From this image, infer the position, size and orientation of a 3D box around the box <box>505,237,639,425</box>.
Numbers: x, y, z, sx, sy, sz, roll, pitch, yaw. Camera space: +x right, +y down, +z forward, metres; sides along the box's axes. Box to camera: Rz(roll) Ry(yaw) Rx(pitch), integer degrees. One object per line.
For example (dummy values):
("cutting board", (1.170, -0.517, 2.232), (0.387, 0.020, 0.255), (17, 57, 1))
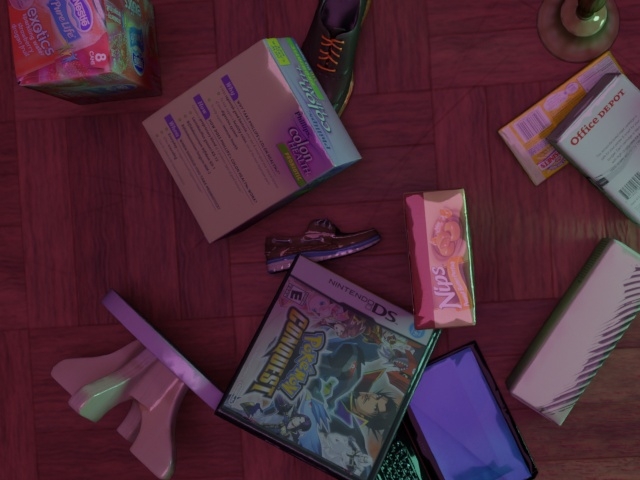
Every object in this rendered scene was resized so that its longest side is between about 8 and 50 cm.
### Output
("box", (0.389, 0.132, 1.845), (0.094, 0.113, 0.275), (33, 95, 3))

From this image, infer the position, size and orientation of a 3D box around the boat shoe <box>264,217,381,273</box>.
("boat shoe", (0.000, 0.000, 1.905), (0.183, 0.066, 0.066), (-14, 88, 6))

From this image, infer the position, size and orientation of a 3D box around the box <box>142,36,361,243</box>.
("box", (-0.103, -0.150, 1.855), (0.243, 0.117, 0.214), (-31, 87, 25))

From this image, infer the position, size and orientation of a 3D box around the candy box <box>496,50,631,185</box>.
("candy box", (0.380, -0.185, 1.877), (0.206, 0.027, 0.105), (-36, 100, 5))

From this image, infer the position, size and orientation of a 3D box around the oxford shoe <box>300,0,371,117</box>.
("oxford shoe", (0.009, -0.288, 1.885), (0.096, 0.098, 0.271), (13, 92, 5))

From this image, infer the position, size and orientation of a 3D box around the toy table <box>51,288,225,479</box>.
("toy table", (-0.271, 0.218, 1.861), (0.161, 0.252, 0.274), (-48, 55, -7))

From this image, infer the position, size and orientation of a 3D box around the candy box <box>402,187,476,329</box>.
("candy box", (0.172, 0.022, 1.762), (0.087, 0.316, 0.183), (-6, 90, 6))

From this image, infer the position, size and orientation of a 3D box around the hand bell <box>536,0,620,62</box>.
("hand bell", (0.383, -0.333, 1.775), (0.126, 0.242, 0.126), (0, 90, 5))

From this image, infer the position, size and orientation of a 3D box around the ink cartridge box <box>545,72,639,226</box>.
("ink cartridge box", (0.452, -0.135, 1.832), (0.190, 0.082, 0.139), (42, 95, -7))

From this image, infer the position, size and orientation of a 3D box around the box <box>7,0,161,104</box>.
("box", (-0.339, -0.291, 1.819), (0.142, 0.300, 0.154), (-6, 89, 6))

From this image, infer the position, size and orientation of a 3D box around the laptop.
("laptop", (0.162, 0.315, 1.854), (0.136, 0.264, 0.234), (-28, 86, 44))

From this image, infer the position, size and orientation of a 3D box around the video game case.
("video game case", (0.016, 0.190, 1.817), (0.248, 0.035, 0.275), (28, 66, -2))
